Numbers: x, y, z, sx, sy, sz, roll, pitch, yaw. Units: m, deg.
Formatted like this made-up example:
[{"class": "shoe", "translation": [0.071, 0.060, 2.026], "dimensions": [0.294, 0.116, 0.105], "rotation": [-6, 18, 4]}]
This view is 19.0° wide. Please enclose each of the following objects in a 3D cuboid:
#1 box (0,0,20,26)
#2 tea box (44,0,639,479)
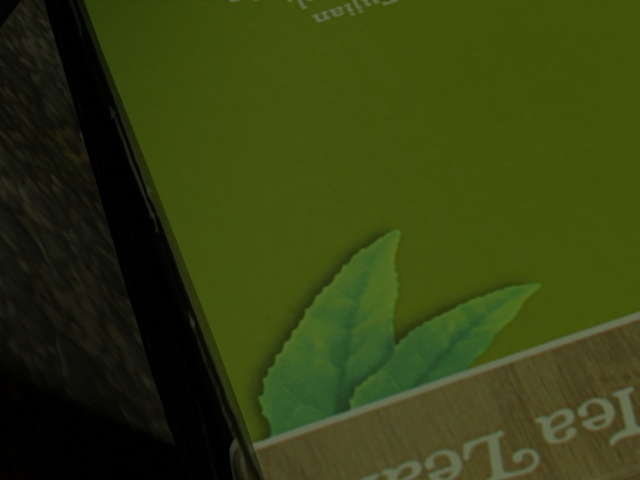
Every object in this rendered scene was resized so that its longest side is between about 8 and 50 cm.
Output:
[{"class": "box", "translation": [-0.134, -0.049, 0.323], "dimensions": [0.076, 0.242, 0.307], "rotation": [40, 12, 2]}, {"class": "tea box", "translation": [0.068, 0.041, 0.560], "dimensions": [0.329, 0.220, 0.323], "rotation": [79, -9, -46]}]
